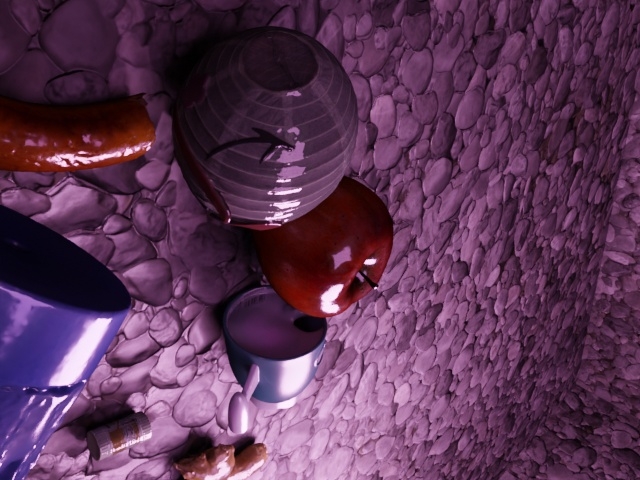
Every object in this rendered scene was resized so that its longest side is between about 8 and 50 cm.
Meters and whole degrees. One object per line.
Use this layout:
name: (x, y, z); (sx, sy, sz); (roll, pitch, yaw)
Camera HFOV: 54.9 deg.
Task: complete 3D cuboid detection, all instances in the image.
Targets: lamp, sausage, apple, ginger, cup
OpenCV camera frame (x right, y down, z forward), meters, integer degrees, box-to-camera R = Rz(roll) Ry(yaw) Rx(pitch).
lamp: (-0.068, -0.133, 0.766); (0.233, 0.265, 0.233); (-7, 144, -5)
sausage: (-0.304, -0.121, 0.638); (0.302, 0.076, 0.103); (-3, 106, -49)
apple: (0.000, 0.001, 0.938); (0.234, 0.234, 0.234); (-27, 130, -36)
ginger: (-0.173, 0.410, 1.121); (0.214, 0.059, 0.133); (-14, 126, -42)
cup: (-0.075, 0.189, 1.020); (0.300, 0.167, 0.173); (-59, 160, -47)

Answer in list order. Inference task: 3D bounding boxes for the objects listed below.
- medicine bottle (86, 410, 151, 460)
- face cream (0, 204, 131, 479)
medicine bottle: (-0.299, 0.290, 0.916); (0.083, 0.047, 0.047); (-12, 121, -43)
face cream: (-0.346, 0.095, 0.588); (0.225, 0.249, 0.249); (-56, 142, 2)
